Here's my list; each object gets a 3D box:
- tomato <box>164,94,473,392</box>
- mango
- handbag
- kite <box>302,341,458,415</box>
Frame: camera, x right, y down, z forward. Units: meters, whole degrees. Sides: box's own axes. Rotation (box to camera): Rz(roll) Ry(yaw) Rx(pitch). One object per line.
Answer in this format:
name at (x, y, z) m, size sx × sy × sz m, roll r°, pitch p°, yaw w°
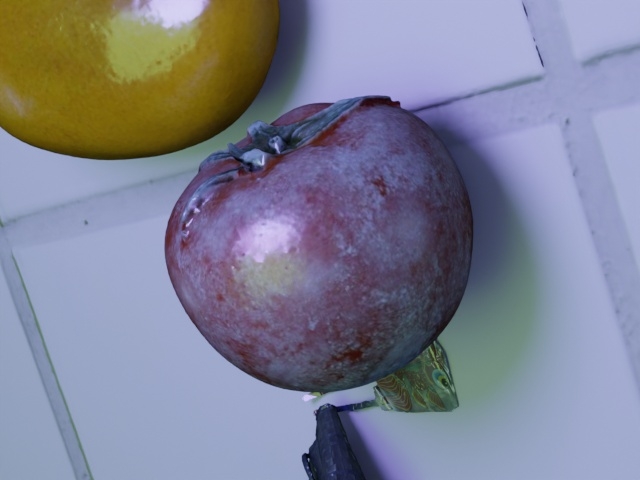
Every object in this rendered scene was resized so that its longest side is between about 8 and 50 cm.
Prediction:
tomato at (0.000, 0.000, 1.482) m, size 0.317 × 0.316 × 0.282 m, roll -6°, pitch 119°, yaw 43°
mango at (-0.232, -0.239, 1.653) m, size 0.446 × 0.232 × 0.300 m, roll 0°, pitch 103°, yaw 35°
handbag at (0.004, 0.342, 1.755) m, size 0.175 × 0.089 × 0.270 m, roll -109°, pitch 26°, yaw -51°
kite at (0.059, 0.152, 1.704) m, size 0.229 × 0.016 × 0.127 m, roll -16°, pitch 93°, yaw 42°
